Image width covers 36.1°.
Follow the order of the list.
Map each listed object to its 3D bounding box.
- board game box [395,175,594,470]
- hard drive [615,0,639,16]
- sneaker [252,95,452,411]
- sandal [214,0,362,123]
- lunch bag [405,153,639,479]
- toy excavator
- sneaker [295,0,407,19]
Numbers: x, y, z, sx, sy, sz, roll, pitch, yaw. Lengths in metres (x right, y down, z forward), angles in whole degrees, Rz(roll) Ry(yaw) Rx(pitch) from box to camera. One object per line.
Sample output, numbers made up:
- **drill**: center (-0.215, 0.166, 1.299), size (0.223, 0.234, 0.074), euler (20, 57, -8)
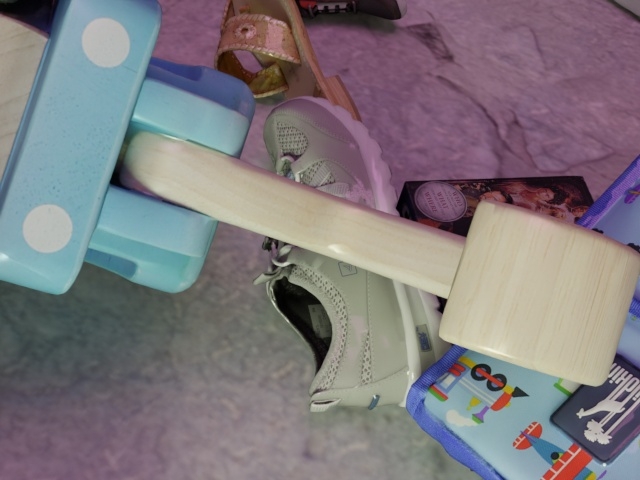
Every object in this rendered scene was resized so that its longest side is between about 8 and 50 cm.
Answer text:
- **board game box**: center (0.167, 0.054, 0.773), size (0.165, 0.042, 0.243), euler (-3, 52, -14)
- **hard drive**: center (0.352, -0.359, 1.146), size (0.307, 0.040, 0.203), euler (41, 55, 20)
- **sneaker**: center (0.000, 0.000, 0.741), size (0.115, 0.105, 0.281), euler (-10, 55, -19)
- **sandal**: center (-0.053, -0.160, 0.871), size (0.079, 0.088, 0.240), euler (-17, 62, -30)
- **lunch bag**: center (0.216, 0.099, 0.630), size (0.293, 0.138, 0.221), euler (-37, 49, -21)
- **toy excavator**: center (-0.084, -0.043, 0.633), size (0.445, 0.433, 0.222), euler (17, 89, -26)
- **sneaker**: center (0.007, -0.243, 0.984), size (0.158, 0.061, 0.065), euler (22, 78, 8)
